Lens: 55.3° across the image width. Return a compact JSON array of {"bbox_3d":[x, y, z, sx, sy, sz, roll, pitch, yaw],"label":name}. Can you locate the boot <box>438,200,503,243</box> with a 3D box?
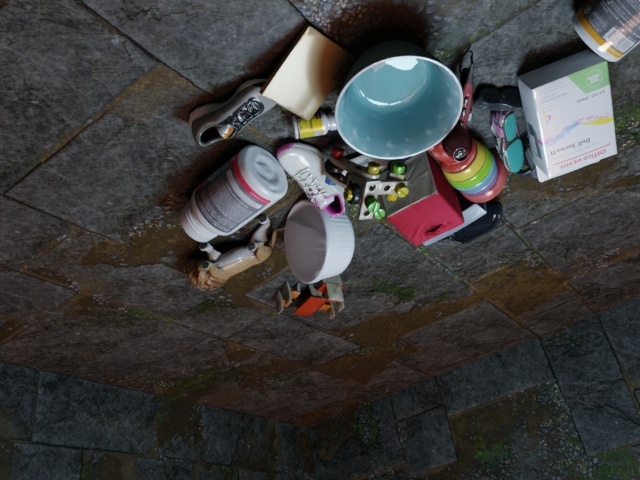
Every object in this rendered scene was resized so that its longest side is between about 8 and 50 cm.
[{"bbox_3d":[0.503,-0.064,2.186,0.207,0.094,0.246,3,151,-28],"label":"boot"}]

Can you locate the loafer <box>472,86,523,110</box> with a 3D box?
[{"bbox_3d":[0.508,-0.395,1.723,0.170,0.062,0.061,3,168,-19],"label":"loafer"}]

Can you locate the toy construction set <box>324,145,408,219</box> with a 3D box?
[{"bbox_3d":[0.176,-0.188,1.687,0.257,0.237,0.309,23,115,-29],"label":"toy construction set"}]

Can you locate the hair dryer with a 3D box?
[{"bbox_3d":[0.355,-0.320,1.585,0.080,0.294,0.224,0,153,11],"label":"hair dryer"}]

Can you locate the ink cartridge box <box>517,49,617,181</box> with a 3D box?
[{"bbox_3d":[0.693,-0.315,1.696,0.207,0.119,0.354,-21,122,6],"label":"ink cartridge box"}]

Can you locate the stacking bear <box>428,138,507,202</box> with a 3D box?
[{"bbox_3d":[0.428,-0.245,1.838,0.175,0.164,0.289,-30,139,27],"label":"stacking bear"}]

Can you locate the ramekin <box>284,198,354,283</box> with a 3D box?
[{"bbox_3d":[0.000,0.000,1.988,0.127,0.273,0.273,-4,149,-33],"label":"ramekin"}]

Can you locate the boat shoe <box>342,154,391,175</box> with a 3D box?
[{"bbox_3d":[0.152,-0.233,1.854,0.184,0.066,0.063,-25,173,3],"label":"boat shoe"}]

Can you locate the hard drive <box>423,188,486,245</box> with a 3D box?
[{"bbox_3d":[0.433,-0.102,2.041,0.054,0.172,0.254,33,135,-28],"label":"hard drive"}]

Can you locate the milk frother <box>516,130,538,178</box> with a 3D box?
[{"bbox_3d":[0.682,-0.252,1.914,0.143,0.135,0.129,14,141,-34],"label":"milk frother"}]

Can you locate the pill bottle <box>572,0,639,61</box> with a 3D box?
[{"bbox_3d":[0.747,-0.568,1.420,0.162,0.162,0.278,12,140,-32],"label":"pill bottle"}]

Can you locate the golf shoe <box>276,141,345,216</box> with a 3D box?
[{"bbox_3d":[-0.014,-0.179,1.811,0.115,0.140,0.306,-28,142,26],"label":"golf shoe"}]

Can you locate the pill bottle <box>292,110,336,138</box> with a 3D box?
[{"bbox_3d":[-0.016,-0.317,1.662,0.116,0.065,0.065,-10,148,-4],"label":"pill bottle"}]

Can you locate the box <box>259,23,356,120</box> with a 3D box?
[{"bbox_3d":[-0.031,-0.408,1.500,0.164,0.021,0.201,21,118,-41],"label":"box"}]

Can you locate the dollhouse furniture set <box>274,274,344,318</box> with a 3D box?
[{"bbox_3d":[-0.016,0.240,2.459,0.262,0.135,0.259,10,142,-30],"label":"dollhouse furniture set"}]

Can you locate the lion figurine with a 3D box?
[{"bbox_3d":[-0.283,0.059,2.099,0.392,0.142,0.240,-17,155,1],"label":"lion figurine"}]

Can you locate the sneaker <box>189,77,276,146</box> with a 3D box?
[{"bbox_3d":[-0.211,-0.319,1.560,0.271,0.108,0.100,-24,143,16],"label":"sneaker"}]

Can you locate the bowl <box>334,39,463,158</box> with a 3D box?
[{"bbox_3d":[0.185,-0.371,1.526,0.311,0.163,0.312,-2,139,-2],"label":"bowl"}]

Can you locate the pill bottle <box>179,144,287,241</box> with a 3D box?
[{"bbox_3d":[-0.263,-0.124,1.782,0.318,0.176,0.176,-33,142,30],"label":"pill bottle"}]

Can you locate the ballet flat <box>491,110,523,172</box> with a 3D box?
[{"bbox_3d":[0.554,-0.304,1.831,0.077,0.079,0.222,-38,131,-12],"label":"ballet flat"}]

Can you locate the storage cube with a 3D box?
[{"bbox_3d":[0.314,-0.132,1.922,0.183,0.215,0.193,-27,139,24],"label":"storage cube"}]
